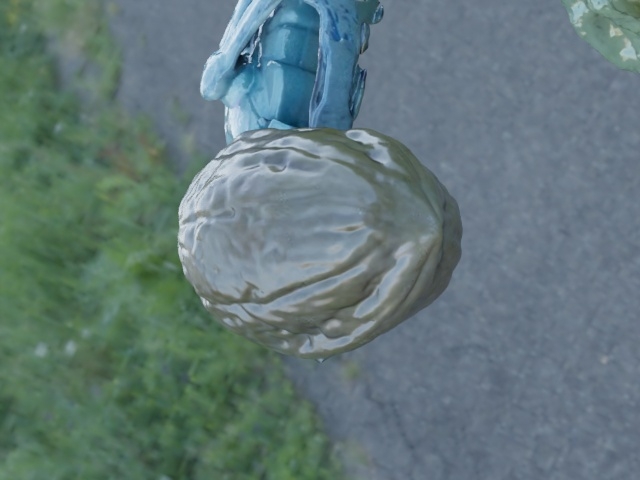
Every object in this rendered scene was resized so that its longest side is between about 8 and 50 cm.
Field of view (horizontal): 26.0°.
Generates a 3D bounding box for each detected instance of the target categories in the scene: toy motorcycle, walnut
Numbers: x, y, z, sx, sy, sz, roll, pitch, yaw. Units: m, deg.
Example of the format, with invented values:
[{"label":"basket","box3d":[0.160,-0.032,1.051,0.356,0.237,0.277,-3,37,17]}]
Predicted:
[{"label":"toy motorcycle","box3d":[-0.029,-0.142,1.327,0.206,0.154,0.260,-15,64,58]},{"label":"walnut","box3d":[0.001,-0.002,0.962,0.230,0.178,0.178,-3,62,50]}]

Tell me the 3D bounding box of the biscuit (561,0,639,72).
[{"label":"biscuit","box3d":[0.147,-0.155,0.444,0.078,0.335,0.329,20,105,59]}]
